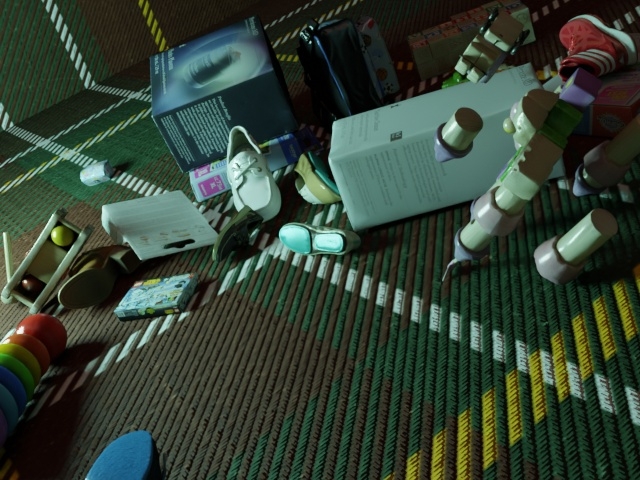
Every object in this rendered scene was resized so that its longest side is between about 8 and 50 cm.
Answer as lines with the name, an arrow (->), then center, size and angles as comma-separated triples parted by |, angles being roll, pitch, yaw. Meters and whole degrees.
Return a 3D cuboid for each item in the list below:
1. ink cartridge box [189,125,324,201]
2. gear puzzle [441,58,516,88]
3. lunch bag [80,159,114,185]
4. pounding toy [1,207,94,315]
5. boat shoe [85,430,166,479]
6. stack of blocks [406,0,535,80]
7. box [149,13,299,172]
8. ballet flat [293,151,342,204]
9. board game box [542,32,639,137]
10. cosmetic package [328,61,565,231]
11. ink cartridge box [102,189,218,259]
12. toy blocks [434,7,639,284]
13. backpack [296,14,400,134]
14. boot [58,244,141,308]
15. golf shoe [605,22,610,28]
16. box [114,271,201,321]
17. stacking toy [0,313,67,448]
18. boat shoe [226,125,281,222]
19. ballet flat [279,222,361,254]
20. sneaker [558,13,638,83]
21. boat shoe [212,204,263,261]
ink cartridge box -> -0.159, -0.204, 1.918 | 0.311, 0.065, 0.186 | -21, 27, -2
gear puzzle -> 0.363, -0.373, 1.856 | 0.175, 0.044, 0.339 | -17, 27, 10
lunch bag -> -0.611, -0.182, 2.221 | 0.071, 0.053, 0.083 | -17, 17, 5
pounding toy -> -0.582, 0.040, 1.617 | 0.269, 0.154, 0.154 | -52, 12, 19
boat shoe -> -0.229, 0.335, 0.937 | 0.109, 0.089, 0.258 | -18, 30, 12
stack of blocks -> 0.374, -0.518, 2.069 | 0.297, 0.087, 0.171 | -18, 27, 7
box -> -0.233, -0.354, 1.918 | 0.294, 0.183, 0.296 | -20, 41, 3
ballet flat -> -0.009, -0.110, 1.638 | 0.073, 0.080, 0.232 | -48, 22, 11
board game box -> 0.573, -0.302, 1.544 | 0.316, 0.064, 0.242 | -36, 29, -26
cosmetic package -> 0.221, -0.169, 1.459 | 0.384, 0.156, 0.217 | -17, 25, 11
ink cartridge box -> -0.325, -0.017, 1.665 | 0.181, 0.056, 0.225 | -14, 39, -29
toy blocks -> 0.279, -0.106, 1.204 | 0.289, 0.309, 0.260 | -52, -3, -34
backpack -> 0.053, -0.416, 1.949 | 0.213, 0.277, 0.263 | -23, 19, -13
boot -> -0.469, 0.072, 1.629 | 0.152, 0.073, 0.197 | 3, 28, 43
golf shoe -> 0.555, -0.394, 1.708 | 0.176, 0.086, 0.069 | -39, 33, -27
box -> -0.296, 0.102, 1.482 | 0.137, 0.027, 0.094 | -9, 31, 23
stacking toy -> -0.513, 0.221, 1.317 | 0.141, 0.141, 0.330 | -13, 24, 17
boat shoe -> -0.155, -0.144, 1.709 | 0.098, 0.096, 0.277 | -22, 42, -1
ballet flat -> 0.000, 0.000, 1.442 | 0.168, 0.057, 0.052 | 11, 13, 42
sneaker -> 0.491, -0.367, 1.559 | 0.128, 0.087, 0.221 | -24, 25, -7
boat shoe -> -0.157, -0.012, 1.562 | 0.049, 0.056, 0.152 | 23, 48, 10
